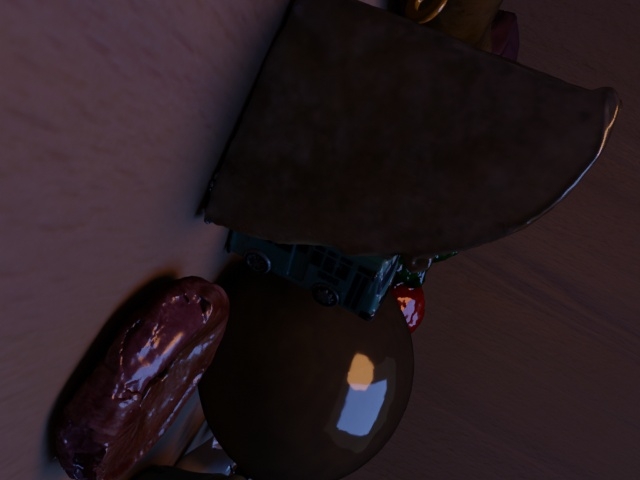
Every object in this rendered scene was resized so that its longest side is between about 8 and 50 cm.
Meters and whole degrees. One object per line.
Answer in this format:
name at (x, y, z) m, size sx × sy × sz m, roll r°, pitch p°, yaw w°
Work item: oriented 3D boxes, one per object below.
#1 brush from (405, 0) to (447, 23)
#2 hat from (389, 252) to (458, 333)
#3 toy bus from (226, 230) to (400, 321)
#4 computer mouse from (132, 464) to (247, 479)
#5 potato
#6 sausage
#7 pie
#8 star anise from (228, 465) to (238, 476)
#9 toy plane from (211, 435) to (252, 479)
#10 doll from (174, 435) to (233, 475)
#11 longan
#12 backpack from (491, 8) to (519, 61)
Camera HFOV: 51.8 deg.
brush at (0.128, -0.302, 0.580) m, size 0.013 × 0.103 × 0.272 m, roll 33°, pitch 70°, yaw -39°
hat at (0.111, -0.003, 1.047) m, size 0.274 × 0.242 × 0.332 m, roll -19°, pitch 125°, yaw -56°
toy bus at (0.000, 0.000, 0.636) m, size 0.079 × 0.160 × 0.091 m, roll -55°, pitch 169°, yaw -45°
computer mouse at (-0.136, 0.356, 0.788) m, size 0.429 × 0.228 × 0.145 m, roll 22°, pitch 88°, yaw -81°
potato at (0.074, -0.068, 0.541) m, size 0.211 × 0.264 × 0.189 m, roll -69°, pitch 163°, yaw 11°
sausage at (0.165, -0.290, 0.829) m, size 0.501 × 0.136 × 0.123 m, roll 7°, pitch 93°, yaw -82°
pie at (-0.136, 0.107, 0.521) m, size 0.182 × 0.050 × 0.182 m, roll -55°, pitch 169°, yaw -16°
star anise at (-0.216, 0.525, 1.276) m, size 0.346 × 0.148 × 0.237 m, roll -18°, pitch 113°, yaw -77°
toy plane at (-0.104, 0.326, 0.998) m, size 0.078 × 0.053 × 0.197 m, roll -56°, pitch 136°, yaw -11°
doll at (-0.063, 0.278, 1.168) m, size 0.376 × 0.187 × 0.365 m, roll -34°, pitch 162°, yaw 1°
longan at (-0.016, 0.134, 0.771) m, size 0.300 × 0.243 × 0.300 m, roll -9°, pitch 90°, yaw -78°
backpack at (0.368, -0.416, 1.608) m, size 0.283 × 0.197 × 0.317 m, roll 91°, pitch 23°, yaw -73°
